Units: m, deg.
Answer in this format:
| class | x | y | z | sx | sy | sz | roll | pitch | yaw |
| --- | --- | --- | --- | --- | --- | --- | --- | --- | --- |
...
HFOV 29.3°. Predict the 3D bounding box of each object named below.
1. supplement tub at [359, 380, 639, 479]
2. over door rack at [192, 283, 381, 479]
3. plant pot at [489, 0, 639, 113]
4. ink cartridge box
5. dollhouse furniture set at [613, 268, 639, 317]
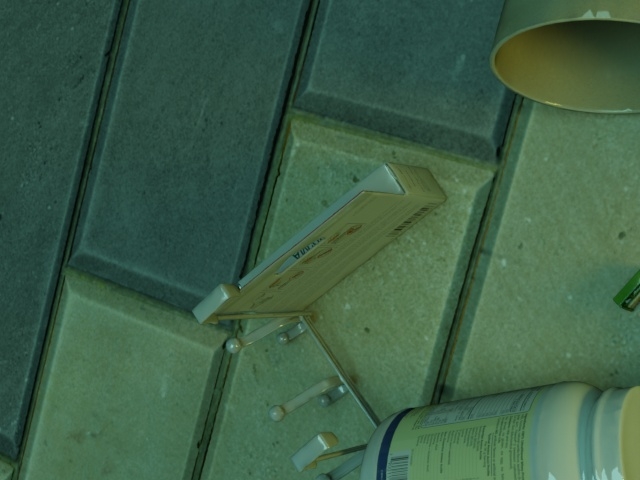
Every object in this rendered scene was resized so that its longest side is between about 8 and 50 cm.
| class | x | y | z | sx | sy | sz | roll | pitch | yaw |
| --- | --- | --- | --- | --- | --- | --- | --- | --- | --- |
| supplement tub | 0.236 | 0.292 | 1.430 | 0.325 | 0.235 | 0.235 | -15 | 82 | 32 |
| over door rack | -0.038 | 0.191 | 1.544 | 0.108 | 0.324 | 0.239 | -39 | 71 | 9 |
| plant pot | 0.338 | -0.320 | 1.414 | 0.257 | 0.256 | 0.273 | -1 | 72 | 30 |
| ink cartridge box | 0.000 | 0.000 | 1.577 | 0.275 | 0.239 | 0.060 | -39 | 70 | 23 |
| dollhouse furniture set | 0.418 | 0.097 | 1.434 | 0.151 | 0.076 | 0.058 | 46 | 108 | 33 |
